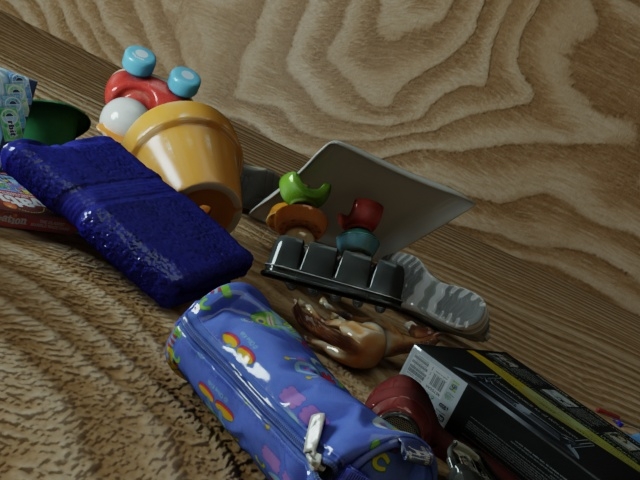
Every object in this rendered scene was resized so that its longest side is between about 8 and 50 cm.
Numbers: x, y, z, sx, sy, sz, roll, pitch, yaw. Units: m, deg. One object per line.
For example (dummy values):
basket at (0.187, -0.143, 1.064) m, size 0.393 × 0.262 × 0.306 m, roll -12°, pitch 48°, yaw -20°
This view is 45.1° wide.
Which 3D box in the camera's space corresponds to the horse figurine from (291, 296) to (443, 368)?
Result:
horse figurine at (0.048, 0.130, 1.086) m, size 0.175 × 0.066 × 0.263 m, roll 24°, pitch 7°, yaw 26°

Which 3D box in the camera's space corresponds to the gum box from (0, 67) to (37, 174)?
gum box at (-0.514, -0.186, 1.090) m, size 0.184 × 0.156 × 0.041 m, roll 18°, pitch -21°, yaw -30°

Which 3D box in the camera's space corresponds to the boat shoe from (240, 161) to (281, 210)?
boat shoe at (-0.224, -0.137, 1.624) m, size 0.116 × 0.123 × 0.324 m, roll 25°, pitch 2°, yaw 39°

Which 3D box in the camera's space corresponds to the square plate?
square plate at (0.078, -0.078, 1.585) m, size 0.344 × 0.049 × 0.347 m, roll 20°, pitch -31°, yaw -25°

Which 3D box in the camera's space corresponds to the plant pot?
plant pot at (-0.214, -0.095, 1.273) m, size 0.205 × 0.205 × 0.188 m, roll 17°, pitch 30°, yaw -35°

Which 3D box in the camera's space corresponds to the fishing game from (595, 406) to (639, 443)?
fishing game at (0.511, 0.353, 1.135) m, size 0.189 × 0.041 × 0.264 m, roll 22°, pitch 20°, yaw -16°

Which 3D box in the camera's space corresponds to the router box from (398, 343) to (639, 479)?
router box at (0.279, 0.249, 0.990) m, size 0.243 × 0.081 × 0.309 m, roll 13°, pitch 17°, yaw -46°

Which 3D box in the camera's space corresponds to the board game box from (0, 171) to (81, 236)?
board game box at (-0.400, -0.053, 1.045) m, size 0.145 × 0.027 × 0.281 m, roll 34°, pitch 14°, yaw 34°

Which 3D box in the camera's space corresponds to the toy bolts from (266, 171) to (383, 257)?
toy bolts at (0.000, 0.000, 1.523) m, size 0.229 × 0.158 × 0.218 m, roll 15°, pitch -30°, yaw -17°

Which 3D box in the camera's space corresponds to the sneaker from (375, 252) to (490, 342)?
sneaker at (0.202, 0.120, 1.466) m, size 0.281 × 0.105 × 0.115 m, roll 33°, pitch -16°, yaw 43°

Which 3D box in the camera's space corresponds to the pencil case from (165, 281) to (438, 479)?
pencil case at (-0.030, 0.147, 0.681) m, size 0.306 × 0.119 × 0.133 m, roll 36°, pitch -7°, yaw 48°

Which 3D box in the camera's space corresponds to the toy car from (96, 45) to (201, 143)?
toy car at (-0.406, -0.270, 1.734) m, size 0.210 × 0.219 × 0.238 m, roll 24°, pitch 40°, yaw -11°

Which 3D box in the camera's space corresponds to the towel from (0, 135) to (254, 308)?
towel at (-0.257, -0.027, 1.045) m, size 0.308 × 0.076 × 0.228 m, roll 38°, pitch 21°, yaw 13°

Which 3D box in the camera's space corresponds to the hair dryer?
hair dryer at (0.134, 0.237, 0.830) m, size 0.224 × 0.080 × 0.293 m, roll 37°, pitch 8°, yaw -37°

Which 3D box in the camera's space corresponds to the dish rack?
dish rack at (0.028, 0.061, 1.204) m, size 0.208 × 0.074 × 0.271 m, roll 16°, pitch -10°, yaw 5°

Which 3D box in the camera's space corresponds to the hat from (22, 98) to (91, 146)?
hat at (-0.446, -0.110, 1.228) m, size 0.209 × 0.183 × 0.173 m, roll -16°, pitch -16°, yaw 36°
